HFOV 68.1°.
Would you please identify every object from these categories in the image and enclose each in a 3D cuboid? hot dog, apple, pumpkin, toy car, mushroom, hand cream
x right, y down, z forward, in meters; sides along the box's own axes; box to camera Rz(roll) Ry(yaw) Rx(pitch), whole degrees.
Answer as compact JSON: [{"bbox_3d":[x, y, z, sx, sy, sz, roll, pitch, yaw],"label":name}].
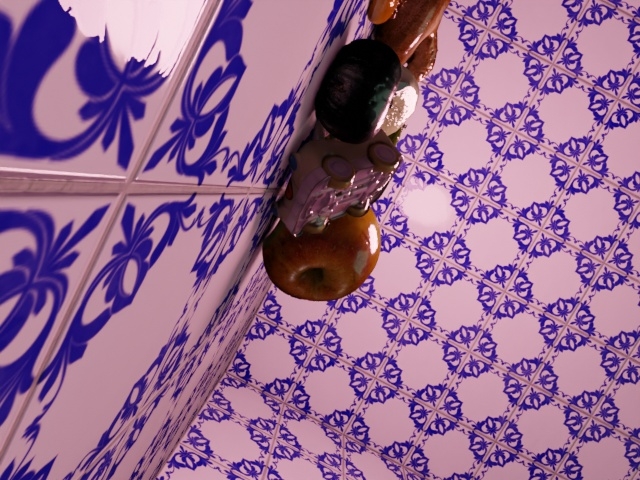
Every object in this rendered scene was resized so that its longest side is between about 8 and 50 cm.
[{"bbox_3d":[0.169,-0.578,1.072,0.102,0.076,0.249,-59,180,-13],"label":"hot dog"},{"bbox_3d":[0.000,0.000,1.511,0.383,0.374,0.374,-12,-154,24],"label":"apple"},{"bbox_3d":[0.087,-0.334,1.068,0.233,0.163,0.233,-64,-178,3],"label":"pumpkin"},{"bbox_3d":[0.029,-0.185,1.262,0.335,0.226,0.242,-22,156,-33],"label":"toy car"},{"bbox_3d":[0.297,-0.707,1.513,0.345,0.238,0.346,-167,-90,-74],"label":"mushroom"},{"bbox_3d":[-0.008,-0.289,1.377,0.174,0.047,0.076,101,15,-56],"label":"hand cream"}]

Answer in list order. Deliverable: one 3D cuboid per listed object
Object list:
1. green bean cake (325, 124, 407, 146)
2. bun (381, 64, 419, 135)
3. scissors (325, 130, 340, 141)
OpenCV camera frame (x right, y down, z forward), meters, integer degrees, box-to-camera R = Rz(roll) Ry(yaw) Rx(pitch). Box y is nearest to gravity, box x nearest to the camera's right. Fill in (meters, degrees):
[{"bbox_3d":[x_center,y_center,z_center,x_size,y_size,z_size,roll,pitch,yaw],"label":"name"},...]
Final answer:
[{"bbox_3d":[0.146,-0.358,1.682,0.250,0.246,0.156,-64,180,-28],"label":"green bean cake"},{"bbox_3d":[0.164,-0.452,1.489,0.283,0.179,0.283,-22,155,-11],"label":"bun"},{"bbox_3d":[0.028,-0.290,1.519,0.317,0.160,0.024,-35,-126,52],"label":"scissors"}]
